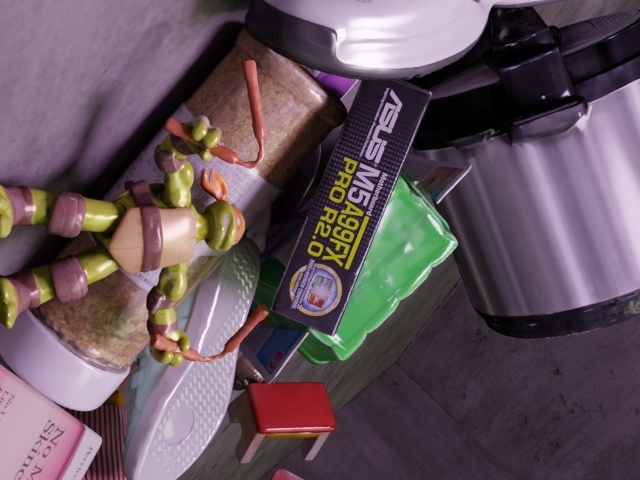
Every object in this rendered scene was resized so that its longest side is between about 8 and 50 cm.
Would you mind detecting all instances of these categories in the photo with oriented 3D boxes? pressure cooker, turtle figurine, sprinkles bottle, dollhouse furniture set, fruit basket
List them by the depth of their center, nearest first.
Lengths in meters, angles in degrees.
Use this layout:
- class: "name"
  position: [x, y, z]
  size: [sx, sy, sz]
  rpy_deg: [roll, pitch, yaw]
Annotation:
- class: "turtle figurine"
  position: [-0.143, -0.016, 0.821]
  size: [0.217, 0.087, 0.269]
  rpy_deg: [-7, 124, -28]
- class: "sprinkles bottle"
  position: [-0.132, -0.017, 0.937]
  size: [0.355, 0.121, 0.121]
  rpy_deg: [-49, 167, 8]
- class: "dollhouse furniture set"
  position: [-0.135, 0.231, 1.131]
  size: [0.374, 0.201, 0.152]
  rpy_deg: [3, 142, -27]
- class: "fruit basket"
  position: [0.000, 0.000, 1.303]
  size: [0.327, 0.165, 0.353]
  rpy_deg: [-45, -157, -4]
- class: "pressure cooker"
  position: [0.310, -0.123, 1.409]
  size: [0.375, 0.420, 0.370]
  rpy_deg: [-28, -169, -29]

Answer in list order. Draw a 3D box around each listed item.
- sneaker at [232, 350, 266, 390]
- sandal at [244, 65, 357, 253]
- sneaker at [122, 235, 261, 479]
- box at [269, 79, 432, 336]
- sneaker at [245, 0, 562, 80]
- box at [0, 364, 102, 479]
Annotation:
- class: "sneaker"
  position: [-0.123, 0.235, 1.821]
  size: [0.066, 0.071, 0.188]
  rpy_deg: [-44, 166, -13]
- class: "sandal"
  position: [-0.045, -0.065, 1.108]
  size: [0.169, 0.102, 0.416]
  rpy_deg: [-28, 158, -52]
- class: "sneaker"
  position: [-0.162, 0.106, 1.043]
  size: [0.094, 0.151, 0.256]
  rpy_deg: [35, 71, -54]
- class: "box"
  position: [0.028, -0.030, 0.991]
  size: [0.270, 0.060, 0.216]
  rpy_deg: [33, 79, -88]
- class: "sneaker"
  position: [0.117, -0.310, 0.892]
  size: [0.447, 0.169, 0.257]
  rpy_deg: [-30, 142, -39]
- class: "box"
  position: [-0.289, 0.165, 0.832]
  size: [0.148, 0.127, 0.232]
  rpy_deg: [-61, 162, -16]
